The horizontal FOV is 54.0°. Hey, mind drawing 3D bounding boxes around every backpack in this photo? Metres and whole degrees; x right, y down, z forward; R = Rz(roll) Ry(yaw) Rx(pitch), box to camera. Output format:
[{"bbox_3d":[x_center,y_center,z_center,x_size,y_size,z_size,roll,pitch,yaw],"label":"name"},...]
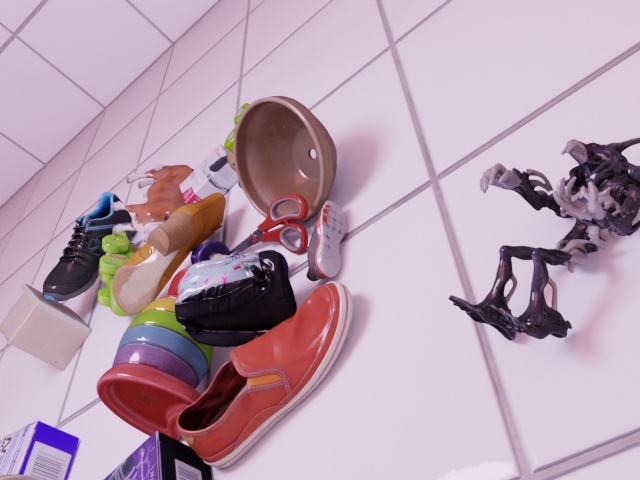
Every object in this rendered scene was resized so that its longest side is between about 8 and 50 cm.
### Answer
[{"bbox_3d":[-0.137,0.091,0.998,0.182,0.152,0.115,-13,30,7],"label":"backpack"}]

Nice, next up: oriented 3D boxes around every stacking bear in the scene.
[{"bbox_3d":[-0.245,0.165,1.086,0.175,0.164,0.289,-51,14,43],"label":"stacking bear"}]

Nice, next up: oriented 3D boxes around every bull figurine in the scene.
[{"bbox_3d":[-0.416,-0.086,1.585,0.188,0.101,0.310,4,41,9],"label":"bull figurine"}]

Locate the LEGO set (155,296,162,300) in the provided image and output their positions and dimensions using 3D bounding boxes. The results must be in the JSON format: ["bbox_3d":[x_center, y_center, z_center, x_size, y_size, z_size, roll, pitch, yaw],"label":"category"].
[{"bbox_3d":[-0.287,0.190,1.238,0.182,0.060,0.244,-6,52,33],"label":"LEGO set"}]

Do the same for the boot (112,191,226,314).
[{"bbox_3d":[-0.315,0.028,1.356,0.295,0.104,0.211,-49,-6,36],"label":"boot"}]

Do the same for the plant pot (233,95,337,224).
[{"bbox_3d":[-0.048,-0.155,1.177,0.237,0.237,0.110,-10,9,46],"label":"plant pot"}]

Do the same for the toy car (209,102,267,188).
[{"bbox_3d":[-0.157,-0.171,1.351,0.188,0.155,0.149,-32,34,42],"label":"toy car"}]

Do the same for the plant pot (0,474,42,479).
[{"bbox_3d":[-0.491,0.459,0.928,0.274,0.256,0.256,-43,30,35],"label":"plant pot"}]

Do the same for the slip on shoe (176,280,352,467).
[{"bbox_3d":[-0.079,0.186,0.913,0.331,0.101,0.123,-46,30,2],"label":"slip on shoe"}]

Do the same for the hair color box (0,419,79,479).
[{"bbox_3d":[-0.649,0.508,1.268,0.339,0.110,0.185,-30,37,30],"label":"hair color box"}]

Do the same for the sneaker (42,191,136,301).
[{"bbox_3d":[-0.626,0.013,1.655,0.125,0.139,0.340,8,46,19],"label":"sneaker"}]

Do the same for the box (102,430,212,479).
[{"bbox_3d":[-0.256,0.405,0.890,0.207,0.108,0.153,-43,33,9],"label":"box"}]

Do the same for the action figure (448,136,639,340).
[{"bbox_3d":[0.259,-0.027,0.688,0.275,0.141,0.164,-57,21,-9],"label":"action figure"}]

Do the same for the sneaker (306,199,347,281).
[{"bbox_3d":[0.000,0.000,1.054,0.065,0.061,0.158,-30,36,39],"label":"sneaker"}]

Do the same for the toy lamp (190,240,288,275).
[{"bbox_3d":[-0.165,0.042,1.194,0.275,0.080,0.080,5,60,50],"label":"toy lamp"}]

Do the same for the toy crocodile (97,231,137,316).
[{"bbox_3d":[-0.483,0.071,1.534,0.340,0.105,0.115,-127,44,-63],"label":"toy crocodile"}]

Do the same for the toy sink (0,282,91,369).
[{"bbox_3d":[-0.715,0.220,1.609,0.234,0.153,0.131,15,69,55],"label":"toy sink"}]

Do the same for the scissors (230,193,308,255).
[{"bbox_3d":[-0.116,-0.020,1.204,0.297,0.021,0.109,-8,93,50],"label":"scissors"}]

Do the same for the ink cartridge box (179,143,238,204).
[{"bbox_3d":[-0.265,-0.148,1.528,0.150,0.063,0.109,-44,32,7],"label":"ink cartridge box"}]
